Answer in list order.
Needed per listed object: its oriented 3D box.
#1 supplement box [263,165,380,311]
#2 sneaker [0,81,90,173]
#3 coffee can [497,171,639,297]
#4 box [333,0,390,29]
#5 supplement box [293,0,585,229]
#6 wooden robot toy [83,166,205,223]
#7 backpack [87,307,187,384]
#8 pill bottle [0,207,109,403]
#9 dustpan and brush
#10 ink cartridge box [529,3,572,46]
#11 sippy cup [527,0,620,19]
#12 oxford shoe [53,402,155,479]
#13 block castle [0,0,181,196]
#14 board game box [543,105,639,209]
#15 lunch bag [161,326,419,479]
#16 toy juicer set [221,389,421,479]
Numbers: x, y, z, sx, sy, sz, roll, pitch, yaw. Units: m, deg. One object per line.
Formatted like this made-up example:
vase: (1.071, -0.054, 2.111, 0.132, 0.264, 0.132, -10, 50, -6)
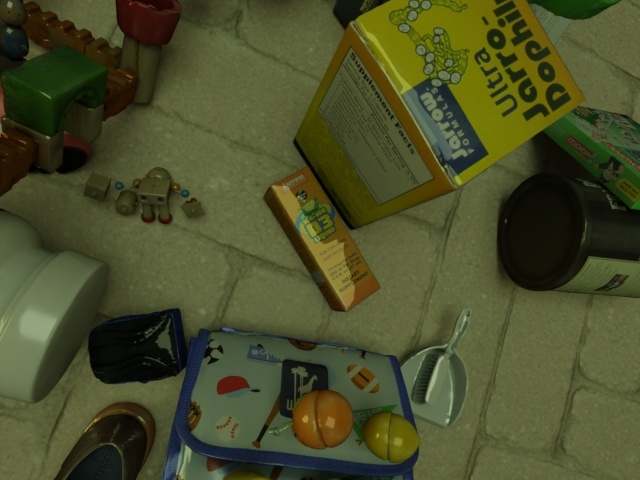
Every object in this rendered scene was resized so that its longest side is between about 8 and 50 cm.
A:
supplement box: (0.000, 0.000, 0.683, 0.078, 0.080, 0.233, -32, 90, -16)
sneaker: (-0.499, -0.173, 0.584, 0.314, 0.116, 0.136, -1, 75, -20)
coffee can: (0.496, -0.002, 0.733, 0.275, 0.201, 0.201, 6, 83, -13)
box: (0.122, -0.379, 0.667, 0.059, 0.233, 0.183, -36, 94, -16)
supplement box: (0.118, -0.162, 0.582, 0.195, 0.356, 0.194, -34, 93, -13)
wooden robot toy: (-0.265, -0.079, 0.649, 0.173, 0.076, 0.079, 6, 48, -12)
backpack: (-0.259, 0.154, 0.596, 0.120, 0.101, 0.098, -10, 84, -8)
pill bottle: (-0.451, 0.039, 0.444, 0.363, 0.210, 0.210, 22, 80, -14)
dustpan and brush: (0.209, 0.211, 0.717, 0.147, 0.060, 0.211, 25, 80, -9)
ink cartridge box: (0.275, -0.423, 0.724, 0.270, 0.197, 0.198, 40, 78, -6)
sippy cup: (0.306, -0.461, 0.530, 0.224, 0.240, 0.305, -37, 136, -22)
oxford shoe: (-0.342, 0.404, 0.536, 0.130, 0.133, 0.363, 21, 81, -11)
block castle: (-0.384, -0.238, 0.440, 0.303, 0.213, 0.453, 27, 40, -8)
board game box: (0.543, -0.154, 0.733, 0.214, 0.046, 0.317, 5, 40, -12)
lunch bag: (-0.049, 0.328, 0.567, 0.328, 0.239, 0.385, 12, 66, -11)
toy juicer set: (0.062, 0.305, 0.447, 0.329, 0.089, 0.209, 41, 50, 0)
